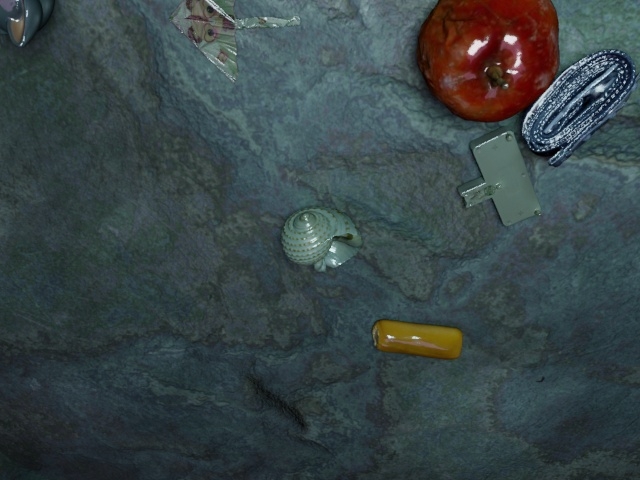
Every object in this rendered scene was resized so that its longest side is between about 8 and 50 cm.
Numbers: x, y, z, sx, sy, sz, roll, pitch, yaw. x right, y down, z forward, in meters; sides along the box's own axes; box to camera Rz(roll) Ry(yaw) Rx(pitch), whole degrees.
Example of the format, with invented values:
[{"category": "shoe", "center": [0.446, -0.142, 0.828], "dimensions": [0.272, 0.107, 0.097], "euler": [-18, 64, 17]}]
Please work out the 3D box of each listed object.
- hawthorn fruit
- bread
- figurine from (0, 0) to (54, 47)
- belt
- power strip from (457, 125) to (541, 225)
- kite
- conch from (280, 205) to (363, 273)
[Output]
[{"category": "hawthorn fruit", "center": [0.283, -0.301, 0.818], "dimensions": [0.242, 0.271, 0.242], "euler": [3, 132, 3]}, {"category": "bread", "center": [0.257, 0.267, 1.298], "dimensions": [0.239, 0.074, 0.092], "euler": [6, 128, 1]}, {"category": "figurine", "center": [-0.521, -0.486, 0.856], "dimensions": [0.140, 0.193, 0.265], "euler": [28, 93, -39]}, {"category": "belt", "center": [0.486, -0.251, 0.927], "dimensions": [0.218, 0.128, 0.122], "euler": [-48, 71, 26]}, {"category": "power strip", "center": [0.373, -0.119, 1.049], "dimensions": [0.145, 0.061, 0.215], "euler": [-25, 117, 18]}, {"category": "kite", "center": [-0.164, -0.415, 0.934], "dimensions": [0.250, 0.012, 0.229], "euler": [3, 126, 2]}, {"category": "conch", "center": [-0.005, -0.010, 1.111], "dimensions": [0.172, 0.131, 0.200], "euler": [-26, 160, -5]}]
